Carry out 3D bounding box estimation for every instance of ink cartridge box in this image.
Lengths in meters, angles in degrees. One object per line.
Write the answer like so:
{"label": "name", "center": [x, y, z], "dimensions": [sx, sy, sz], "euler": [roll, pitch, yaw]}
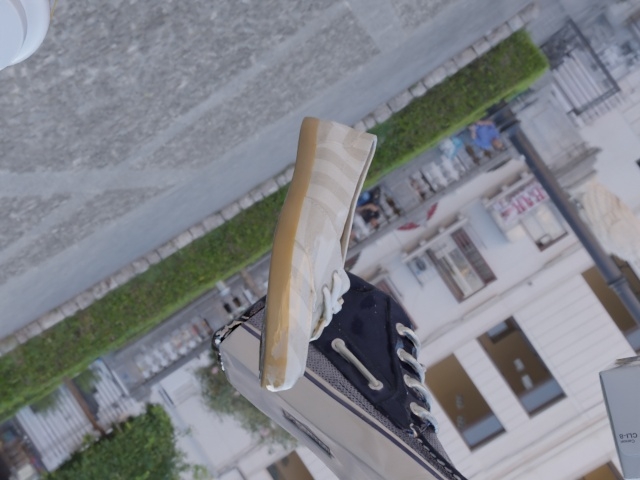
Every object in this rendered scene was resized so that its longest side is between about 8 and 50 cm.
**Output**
{"label": "ink cartridge box", "center": [0.426, 0.203, 0.817], "dimensions": [0.128, 0.127, 0.176], "euler": [-16, 169, 27]}

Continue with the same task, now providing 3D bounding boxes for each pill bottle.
{"label": "pill bottle", "center": [-0.379, -0.281, 0.773], "dimensions": [0.136, 0.136, 0.245], "euler": [-34, -144, 9]}

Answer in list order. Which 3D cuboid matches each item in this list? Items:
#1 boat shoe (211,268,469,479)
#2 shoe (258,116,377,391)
{"label": "boat shoe", "center": [0.065, 0.145, 0.619], "dimensions": [0.158, 0.340, 0.127], "euler": [-42, 154, -26]}
{"label": "shoe", "center": [0.000, 0.000, 0.462], "dimensions": [0.076, 0.058, 0.219], "euler": [100, 0, -57]}
